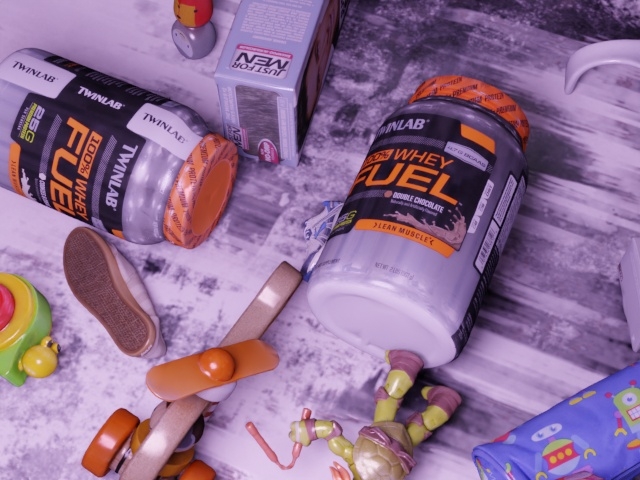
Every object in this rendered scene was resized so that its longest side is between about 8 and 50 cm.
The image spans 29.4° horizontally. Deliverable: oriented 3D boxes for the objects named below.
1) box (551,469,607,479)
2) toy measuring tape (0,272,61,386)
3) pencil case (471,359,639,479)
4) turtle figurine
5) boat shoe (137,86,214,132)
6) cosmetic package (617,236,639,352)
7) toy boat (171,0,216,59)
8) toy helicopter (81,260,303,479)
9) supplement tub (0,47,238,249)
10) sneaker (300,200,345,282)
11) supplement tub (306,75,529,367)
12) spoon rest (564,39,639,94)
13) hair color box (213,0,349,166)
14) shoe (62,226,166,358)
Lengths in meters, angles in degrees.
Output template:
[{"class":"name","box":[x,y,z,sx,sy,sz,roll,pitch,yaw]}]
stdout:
[{"class":"box","box":[0.280,0.387,1.281,0.123,0.128,0.257,-16,90,-8]},{"class":"toy measuring tape","box":[-0.443,0.071,1.548,0.330,0.121,0.121,30,65,27]},{"class":"pencil case","box":[0.328,0.236,1.425,0.306,0.119,0.133,-26,55,-13]},{"class":"turtle figurine","box":[0.064,0.232,1.425,0.269,0.087,0.217,36,59,-1]},{"class":"boat shoe","box":[-0.231,-0.180,1.706,0.184,0.066,0.063,29,54,17]},{"class":"cosmetic package","box":[0.506,0.060,1.531,0.238,0.107,0.127,-4,64,-5]},{"class":"toy boat","box":[-0.182,-0.421,1.807,0.267,0.148,0.318,3,53,-3]},{"class":"toy helicopter","box":[-0.123,0.150,1.424,0.140,0.235,0.355,34,58,5]},{"class":"supplement tub","box":[-0.280,-0.115,1.594,0.316,0.193,0.193,22,63,13]},{"class":"sneaker","box":[0.000,0.000,1.611,0.058,0.052,0.135,17,55,21]},{"class":"supplement tub","box":[0.134,-0.029,1.529,0.207,0.207,0.338,19,63,11]},{"class":"spoon rest","box":[0.486,-0.233,1.706,0.276,0.084,0.137,6,61,5]},{"class":"hair color box","box":[-0.038,-0.312,1.702,0.114,0.185,0.374,13,62,8]},{"class":"shoe","box":[-0.266,0.070,1.574,0.076,0.058,0.219,-44,60,13]}]
